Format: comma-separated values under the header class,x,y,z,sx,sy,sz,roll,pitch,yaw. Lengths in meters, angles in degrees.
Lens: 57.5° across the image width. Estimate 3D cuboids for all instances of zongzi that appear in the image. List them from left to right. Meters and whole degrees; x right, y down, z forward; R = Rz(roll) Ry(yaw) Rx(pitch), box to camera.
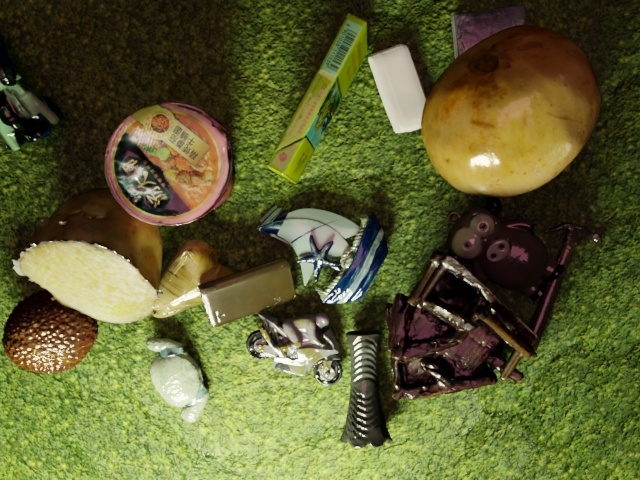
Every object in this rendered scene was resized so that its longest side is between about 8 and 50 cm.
class,x,y,z,sx,sy,sz,roll,pitch,yaw
zongzi,-0.264,0.117,1.285,0.197,0.099,0.194,40,103,-19

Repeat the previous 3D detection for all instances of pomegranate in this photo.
class,x,y,z,sx,sy,sz,roll,pitch,yaw
pomegranate,0.375,-0.233,1.144,0.338,0.338,0.338,0,92,2

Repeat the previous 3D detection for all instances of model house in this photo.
class,x,y,z,sx,sy,sz,roll,pitch,yaw
model house,0.255,0.221,1.164,0.297,0.317,0.282,42,93,17

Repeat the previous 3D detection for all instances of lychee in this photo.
class,x,y,z,sx,sy,sz,roll,pitch,yaw
lychee,-0.580,0.196,1.251,0.195,0.194,0.194,0,92,2

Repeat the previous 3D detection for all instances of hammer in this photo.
class,x,y,z,sx,sy,sz,roll,pitch,yaw
hammer,0.511,0.103,1.279,0.125,0.027,0.297,20,93,1

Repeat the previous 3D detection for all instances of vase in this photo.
class,x,y,z,sx,sy,sz,roll,pitch,yaw
vase,0.095,0.317,1.269,0.116,0.115,0.237,-2,87,2

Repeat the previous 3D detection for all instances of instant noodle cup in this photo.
class,x,y,z,sx,sy,sz,roll,pitch,yaw
instant noodle cup,-0.275,-0.143,1.187,0.244,0.255,0.243,0,92,1

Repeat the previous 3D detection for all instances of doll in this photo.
class,x,y,z,sx,sy,sz,roll,pitch,yaw
doll,-0.317,0.304,1.294,0.104,0.071,0.214,-27,94,4
doll,0.376,0.020,1.236,0.257,0.117,0.182,35,108,-3

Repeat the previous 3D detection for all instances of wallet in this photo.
class,x,y,z,sx,sy,sz,roll,pitch,yaw
wallet,-0.155,0.110,1.256,0.198,0.031,0.110,-18,121,-15
wallet,0.176,-0.329,1.275,0.095,0.033,0.190,-21,90,4

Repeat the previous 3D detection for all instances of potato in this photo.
class,x,y,z,sx,sy,sz,roll,pitch,yaw
potato,-0.436,-0.004,1.191,0.289,0.301,0.237,-10,50,23

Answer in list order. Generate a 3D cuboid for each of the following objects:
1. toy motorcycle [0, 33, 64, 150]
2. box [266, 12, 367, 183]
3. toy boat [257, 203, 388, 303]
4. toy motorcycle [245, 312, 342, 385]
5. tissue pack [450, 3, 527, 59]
class,x,y,z,sx,sy,sz,roll,pitch,yaw
toy motorcycle,-0.697,-0.358,1.244,0.125,0.196,0.331,-33,103,4
box,-0.001,-0.280,1.206,0.047,0.187,0.335,29,93,4
toy boat,0.001,0.031,1.280,0.292,0.070,0.210,5,87,6
toy motorcycle,-0.041,0.220,1.281,0.225,0.073,0.152,23,94,-2
tissue pack,0.365,-0.437,1.256,0.156,0.051,0.112,-7,94,2
